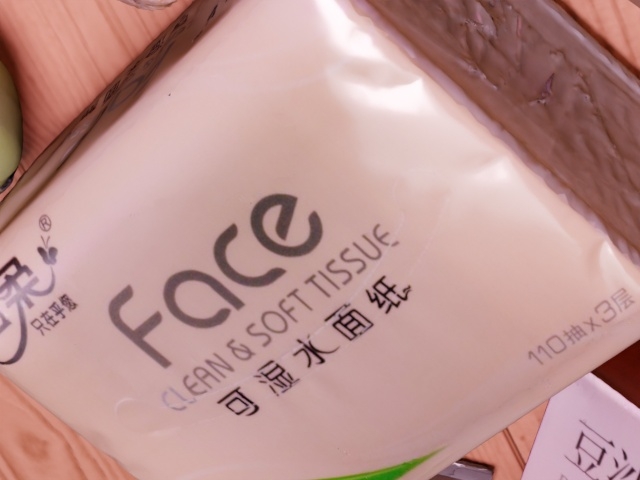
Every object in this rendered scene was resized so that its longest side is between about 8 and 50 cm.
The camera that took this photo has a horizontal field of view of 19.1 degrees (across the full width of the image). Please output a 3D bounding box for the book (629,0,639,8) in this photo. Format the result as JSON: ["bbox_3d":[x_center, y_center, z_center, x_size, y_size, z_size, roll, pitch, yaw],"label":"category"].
[{"bbox_3d":[0.232,-0.220,1.126,0.138,0.016,0.198,34,127,-13],"label":"book"}]

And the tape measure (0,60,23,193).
[{"bbox_3d":[-0.286,-0.075,1.269,0.175,0.106,0.200,-15,152,10],"label":"tape measure"}]

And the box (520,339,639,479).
[{"bbox_3d":[0.255,0.316,1.242,0.344,0.122,0.385,38,122,39],"label":"box"}]

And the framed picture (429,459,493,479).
[{"bbox_3d":[0.003,0.257,1.553,0.231,0.018,0.293,14,129,4],"label":"framed picture"}]

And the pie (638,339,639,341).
[{"bbox_3d":[0.239,0.043,1.320,0.191,0.033,0.088,-14,107,25],"label":"pie"}]

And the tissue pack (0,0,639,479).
[{"bbox_3d":[0.000,0.000,1.236,0.332,0.205,0.405,41,125,-13],"label":"tissue pack"}]

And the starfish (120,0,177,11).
[{"bbox_3d":[-0.254,-0.225,1.168,0.327,0.094,0.375,0,147,10],"label":"starfish"}]
